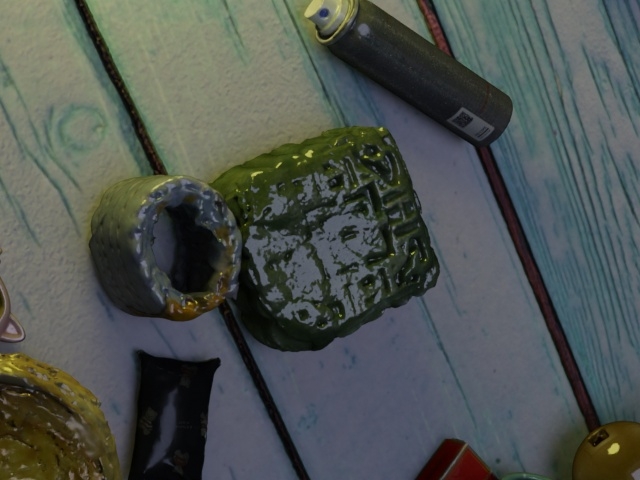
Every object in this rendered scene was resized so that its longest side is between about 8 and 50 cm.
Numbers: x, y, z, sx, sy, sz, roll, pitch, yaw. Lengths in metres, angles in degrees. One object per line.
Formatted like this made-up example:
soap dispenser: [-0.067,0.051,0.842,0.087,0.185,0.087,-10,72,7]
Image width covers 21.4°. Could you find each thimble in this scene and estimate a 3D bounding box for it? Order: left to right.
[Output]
thimble: [-0.160,0.006,1.756,0.127,0.118,0.151,-18,102,-30]

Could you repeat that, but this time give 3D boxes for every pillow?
pillow: [-0.158,0.195,1.812,0.090,0.048,0.150,8,85,-41]

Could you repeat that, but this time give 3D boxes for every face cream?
face cream: [0.099,-0.200,1.931,0.283,0.073,0.073,30,78,-31]

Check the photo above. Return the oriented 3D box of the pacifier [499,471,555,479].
pacifier: [0.253,0.340,2.010,0.150,0.127,0.117,-1,129,-35]

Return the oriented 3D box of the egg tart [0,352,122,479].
egg tart: [-0.323,0.254,1.682,0.290,0.107,0.291,-3,96,-29]

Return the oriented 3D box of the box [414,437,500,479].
box: [0.182,0.335,2.036,0.175,0.048,0.112,48,70,-25]

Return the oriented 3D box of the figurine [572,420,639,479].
figurine: [0.420,0.343,2.117,0.342,0.167,0.285,-51,118,-19]

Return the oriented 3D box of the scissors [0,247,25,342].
scissors: [-0.411,0.003,1.652,0.160,0.024,0.317,-42,114,-23]

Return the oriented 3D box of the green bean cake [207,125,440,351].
green bean cake: [0.000,0.000,1.859,0.227,0.125,0.223,-25,106,-23]
